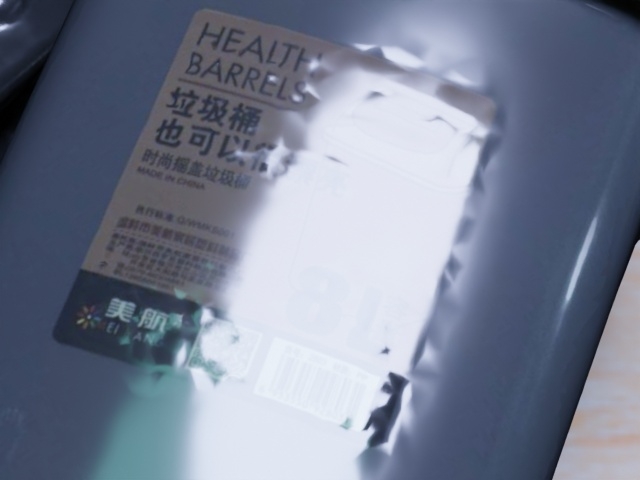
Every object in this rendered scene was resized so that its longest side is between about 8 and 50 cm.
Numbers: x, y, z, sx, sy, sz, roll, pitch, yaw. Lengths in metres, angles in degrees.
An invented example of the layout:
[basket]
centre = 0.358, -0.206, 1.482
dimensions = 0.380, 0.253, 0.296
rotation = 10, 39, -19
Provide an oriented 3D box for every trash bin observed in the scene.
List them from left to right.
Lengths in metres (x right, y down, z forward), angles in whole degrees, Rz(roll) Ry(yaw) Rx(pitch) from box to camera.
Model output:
[trash bin]
centre = 0.000, 0.000, 0.488
dimensions = 0.209, 0.182, 0.290
rotation = 19, 63, 4

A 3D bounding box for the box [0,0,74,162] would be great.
[box]
centre = -0.267, -0.060, 0.547
dimensions = 0.289, 0.073, 0.290
rotation = 34, 60, 14
